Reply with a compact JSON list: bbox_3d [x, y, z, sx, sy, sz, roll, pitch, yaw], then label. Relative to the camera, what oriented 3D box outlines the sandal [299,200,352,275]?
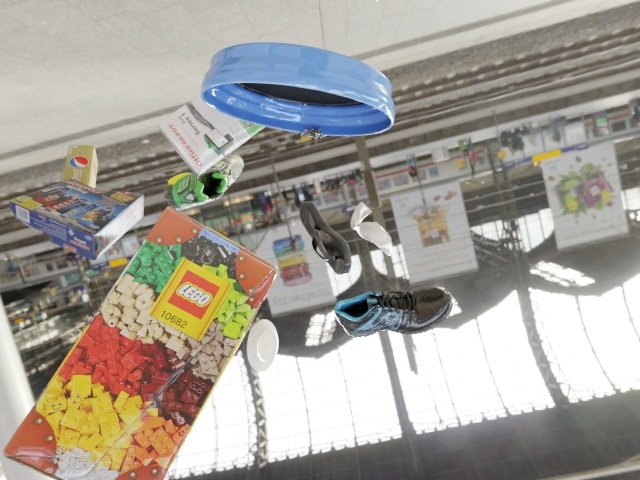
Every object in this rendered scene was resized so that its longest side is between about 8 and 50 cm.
[{"bbox_3d":[0.000,0.000,1.116,0.055,0.097,0.254,-14,-135,-26],"label":"sandal"}]

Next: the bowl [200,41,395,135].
[{"bbox_3d":[-0.041,-0.294,0.890,0.392,0.077,0.391,8,-177,0],"label":"bowl"}]

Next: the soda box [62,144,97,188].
[{"bbox_3d":[-0.567,-0.144,1.027,0.058,0.181,0.061,-2,142,-19],"label":"soda box"}]

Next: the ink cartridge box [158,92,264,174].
[{"bbox_3d":[-0.282,-0.294,1.128,0.219,0.160,0.093,-40,-161,-9],"label":"ink cartridge box"}]

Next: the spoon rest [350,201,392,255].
[{"bbox_3d":[0.156,-0.033,1.414,0.084,0.137,0.276,-44,-155,13],"label":"spoon rest"}]

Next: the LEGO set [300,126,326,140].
[{"bbox_3d":[-0.020,-0.252,1.039,0.054,0.023,0.083,32,-145,32],"label":"LEGO set"}]

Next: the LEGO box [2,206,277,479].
[{"bbox_3d":[-0.290,0.192,0.816,0.372,0.193,0.500,-62,-170,-17],"label":"LEGO box"}]

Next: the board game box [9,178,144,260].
[{"bbox_3d":[-0.467,-0.057,0.887,0.194,0.060,0.194,21,-152,11],"label":"board game box"}]

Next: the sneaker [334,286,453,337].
[{"bbox_3d":[0.204,0.201,1.245,0.341,0.124,0.139,-17,142,19],"label":"sneaker"}]

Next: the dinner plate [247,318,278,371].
[{"bbox_3d":[-0.152,0.287,1.189,0.017,0.141,0.141,-4,-170,30],"label":"dinner plate"}]

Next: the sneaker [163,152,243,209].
[{"bbox_3d":[-0.342,-0.194,1.424,0.147,0.134,0.343,0,-149,24],"label":"sneaker"}]
